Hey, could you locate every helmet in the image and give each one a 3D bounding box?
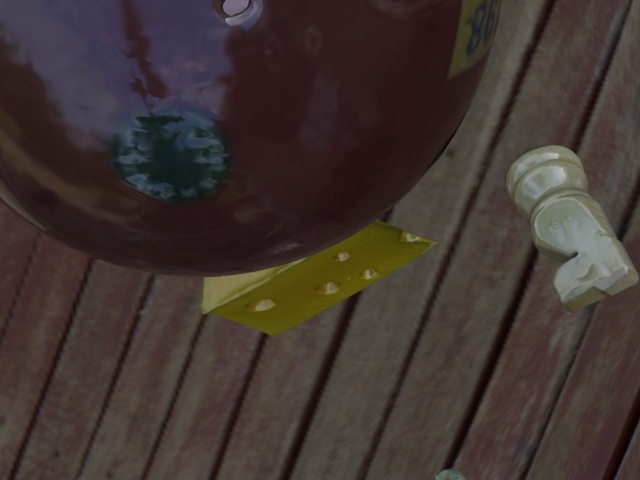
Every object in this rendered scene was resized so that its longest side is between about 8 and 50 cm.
[{"bbox_3d":[-0.050,-0.110,0.682,0.337,0.385,0.230,0,115,14],"label":"helmet"}]

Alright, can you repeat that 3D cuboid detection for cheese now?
[{"bbox_3d":[0.000,0.000,1.050,0.171,0.093,0.126,-11,66,42],"label":"cheese"}]

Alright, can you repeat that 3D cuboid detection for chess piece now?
[{"bbox_3d":[0.272,-0.011,1.445,0.090,0.090,0.200,-31,42,13],"label":"chess piece"}]

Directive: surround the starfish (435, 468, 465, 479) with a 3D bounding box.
[{"bbox_3d":[0.022,0.168,0.451,0.050,0.223,0.217,27,135,-7],"label":"starfish"}]
